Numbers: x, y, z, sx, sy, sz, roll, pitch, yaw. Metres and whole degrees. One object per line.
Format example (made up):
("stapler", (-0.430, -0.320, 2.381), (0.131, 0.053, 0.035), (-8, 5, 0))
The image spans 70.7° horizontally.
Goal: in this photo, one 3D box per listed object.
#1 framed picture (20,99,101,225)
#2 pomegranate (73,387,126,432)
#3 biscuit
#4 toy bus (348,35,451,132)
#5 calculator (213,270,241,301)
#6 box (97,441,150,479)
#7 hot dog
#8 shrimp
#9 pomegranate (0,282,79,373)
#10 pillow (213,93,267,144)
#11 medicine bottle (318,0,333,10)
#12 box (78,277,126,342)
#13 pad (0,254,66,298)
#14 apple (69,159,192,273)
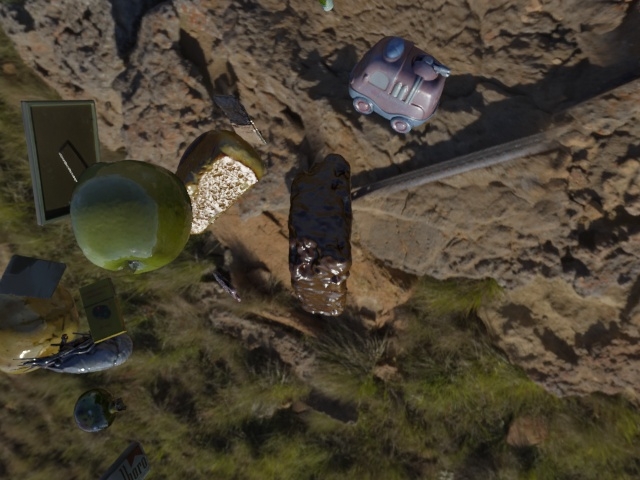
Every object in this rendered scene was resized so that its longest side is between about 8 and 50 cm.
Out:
("framed picture", (-0.637, -0.204, 1.140), (0.020, 0.211, 0.290), (9, 110, 15))
("pomegranate", (-0.641, 0.489, 1.297), (0.130, 0.130, 0.130), (5, 112, 12))
("biscuit", (0.000, 0.000, 1.256), (0.166, 0.343, 0.395), (3, 150, 2))
("toy bus", (0.244, -0.497, 1.380), (0.294, 0.197, 0.232), (29, 158, 1))
("calculator", (-0.373, 0.184, 1.810), (0.166, 0.024, 0.103), (41, 158, 17))
("box", (-0.578, 0.696, 1.315), (0.036, 0.177, 0.115), (-6, 108, 20))
("hot dog", (-0.364, -0.213, 1.492), (0.405, 0.223, 0.185), (-37, 132, 25))
("shrimp", (-0.772, 0.352, 1.426), (0.116, 0.343, 0.145), (-31, 69, 44))
("pomegranate", (-0.986, 0.280, 1.533), (0.332, 0.332, 0.333), (5, 112, 12))
("pillow", (-0.277, -0.419, 1.575), (0.126, 0.043, 0.232), (18, 158, 32))
("medicine bottle", (0.013, -0.803, 1.487), (0.047, 0.083, 0.047), (-4, 76, 16))
("box", (-0.583, 0.186, 1.208), (0.087, 0.023, 0.155), (-20, 80, -5))
("pad", (-0.773, 0.100, 1.213), (0.003, 0.157, 0.112), (25, 88, 27))
("apple", (-0.445, -0.059, 1.133), (0.233, 0.295, 0.258), (-11, 75, 1))
